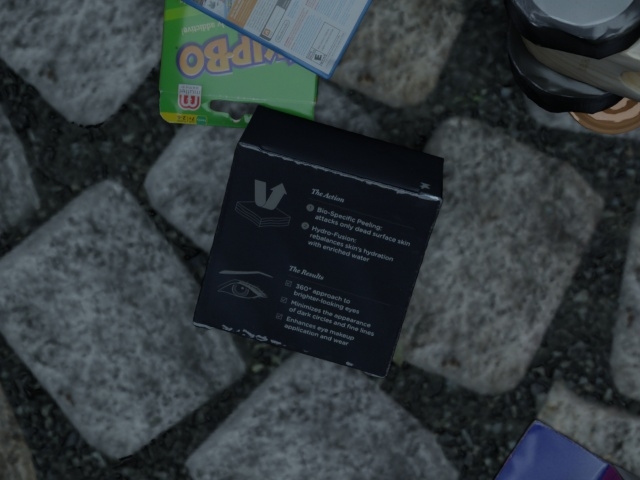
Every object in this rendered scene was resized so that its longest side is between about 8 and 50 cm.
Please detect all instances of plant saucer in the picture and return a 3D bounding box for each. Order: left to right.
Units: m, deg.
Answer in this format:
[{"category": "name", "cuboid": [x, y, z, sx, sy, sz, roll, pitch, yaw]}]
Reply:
[{"category": "plant saucer", "cuboid": [0.228, -0.124, 1.208, 0.083, 0.013, 0.083, 1, 100, 4]}]

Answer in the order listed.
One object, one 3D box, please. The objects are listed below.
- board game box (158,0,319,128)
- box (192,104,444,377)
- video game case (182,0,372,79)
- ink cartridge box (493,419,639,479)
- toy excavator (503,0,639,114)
[{"category": "board game box", "cuboid": [-0.056, -0.216, 1.198, 0.124, 0.039, 0.259, 5, 98, 3]}, {"category": "box", "cuboid": [0.000, 0.000, 1.189, 0.156, 0.093, 0.158, 16, 114, 0]}, {"category": "video game case", "cuboid": [-0.038, -0.213, 1.174, 0.166, 0.015, 0.119, 28, 101, -3]}, {"category": "ink cartridge box", "cuboid": [0.232, 0.366, 1.268, 0.330, 0.071, 0.324, 30, 101, -3]}, {"category": "toy excavator", "cuboid": [0.380, -0.264, 1.071, 0.433, 0.222, 0.445, 22, 86, 11]}]
